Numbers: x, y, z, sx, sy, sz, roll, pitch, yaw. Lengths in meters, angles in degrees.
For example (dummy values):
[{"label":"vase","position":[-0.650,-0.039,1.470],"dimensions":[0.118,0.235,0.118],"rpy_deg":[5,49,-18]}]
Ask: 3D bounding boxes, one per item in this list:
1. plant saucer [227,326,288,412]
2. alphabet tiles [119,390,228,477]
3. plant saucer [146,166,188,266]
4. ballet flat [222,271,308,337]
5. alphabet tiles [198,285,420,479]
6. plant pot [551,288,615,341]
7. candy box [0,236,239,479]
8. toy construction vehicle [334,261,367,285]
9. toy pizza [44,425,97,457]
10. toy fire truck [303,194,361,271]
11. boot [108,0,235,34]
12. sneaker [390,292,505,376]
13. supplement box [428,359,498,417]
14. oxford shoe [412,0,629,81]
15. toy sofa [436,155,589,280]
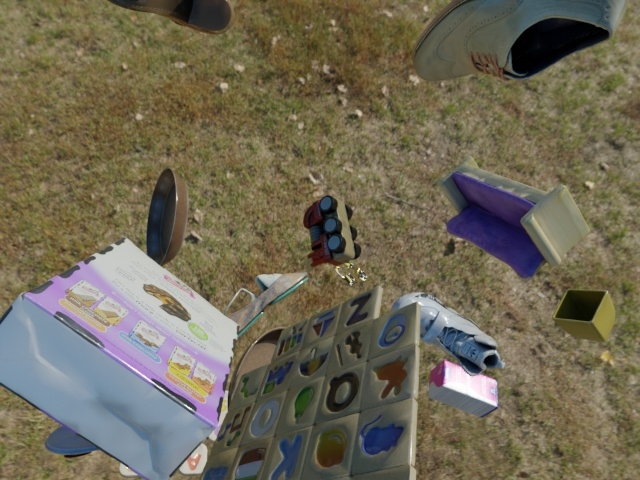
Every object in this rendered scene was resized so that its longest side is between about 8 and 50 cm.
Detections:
[{"label":"plant saucer","position":[-0.083,0.235,0.702],"dimensions":[0.036,0.198,0.198],"rpy_deg":[0,55,34]},{"label":"alphabet tiles","position":[-0.341,0.395,1.004],"dimensions":[0.285,0.021,0.277],"rpy_deg":[7,30,-16]},{"label":"plant saucer","position":[-0.253,-0.035,0.735],"dimensions":[0.029,0.168,0.168],"rpy_deg":[8,57,-35]},{"label":"ballet flat","position":[-0.179,0.165,1.298],"dimensions":[0.316,0.107,0.106],"rpy_deg":[-39,87,-19]},{"label":"alphabet tiles","position":[-0.024,0.193,0.445],"dimensions":[0.011,0.285,0.342],"rpy_deg":[46,34,-20]},{"label":"plant pot","position":[0.527,0.153,0.874],"dimensions":[0.083,0.081,0.081],"rpy_deg":[47,68,-18]},{"label":"candy box","position":[-0.166,0.090,0.406],"dimensions":[0.165,0.196,0.070],"rpy_deg":[40,96,-11]},{"label":"toy construction vehicle","position":[0.097,0.111,1.478],"dimensions":[0.098,0.086,0.035],"rpy_deg":[49,51,7]},{"label":"toy pizza","position":[-0.506,0.441,1.005],"dimensions":[0.202,0.201,0.032],"rpy_deg":[-3,91,-8]},{"label":"toy fire truck","position":[0.000,0.000,1.476],"dimensions":[0.247,0.159,0.216],"rpy_deg":[-26,61,29]},{"label":"boot","position":[-0.202,-0.308,0.540],"dimensions":[0.197,0.072,0.152],"rpy_deg":[22,19,-24]},{"label":"sneaker","position":[0.396,0.286,1.354],"dimensions":[0.366,0.210,0.137],"rpy_deg":[26,99,-23]},{"label":"supplement box","position":[0.518,0.541,1.618],"dimensions":[0.220,0.113,0.111],"rpy_deg":[21,47,-3]},{"label":"oxford shoe","position":[0.302,-0.345,0.766],"dimensions":[0.141,0.397,0.146],"rpy_deg":[27,74,-29]},{"label":"toy sofa","position":[0.427,-0.067,1.079],"dimensions":[0.177,0.362,0.150],"rpy_deg":[-42,117,2]}]
